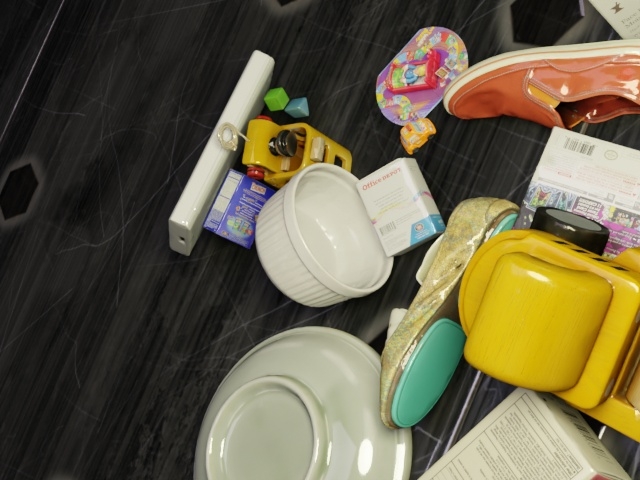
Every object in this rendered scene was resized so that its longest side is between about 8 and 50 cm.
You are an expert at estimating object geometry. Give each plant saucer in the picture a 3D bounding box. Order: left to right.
[{"bbox_3d":[-0.058,0.311,1.620,0.401,0.100,0.400,-15,64,34],"label":"plant saucer"}]

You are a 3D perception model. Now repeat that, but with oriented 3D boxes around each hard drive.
[{"bbox_3d":[-0.163,-0.137,1.806,0.040,0.203,0.307,25,75,-1],"label":"hard drive"}]

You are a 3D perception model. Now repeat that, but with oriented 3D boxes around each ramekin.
[{"bbox_3d":[0.000,0.000,1.636,0.109,0.207,0.207,-29,56,39],"label":"ramekin"}]

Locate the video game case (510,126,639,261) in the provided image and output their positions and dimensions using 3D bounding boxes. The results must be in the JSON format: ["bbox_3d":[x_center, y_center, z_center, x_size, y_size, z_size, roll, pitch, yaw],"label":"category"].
[{"bbox_3d":[0.368,-0.018,1.423,0.232,0.042,0.210,20,85,30],"label":"video game case"}]

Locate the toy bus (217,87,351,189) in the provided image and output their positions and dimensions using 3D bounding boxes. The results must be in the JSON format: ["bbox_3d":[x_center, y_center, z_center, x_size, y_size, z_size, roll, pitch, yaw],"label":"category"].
[{"bbox_3d":[-0.037,-0.133,1.728,0.104,0.191,0.202,-5,25,37],"label":"toy bus"}]

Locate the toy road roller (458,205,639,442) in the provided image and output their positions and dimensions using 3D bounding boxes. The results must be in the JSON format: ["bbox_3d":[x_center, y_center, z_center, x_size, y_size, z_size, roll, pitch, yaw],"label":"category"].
[{"bbox_3d":[0.309,0.106,1.266,0.330,0.241,0.202,27,108,29],"label":"toy road roller"}]

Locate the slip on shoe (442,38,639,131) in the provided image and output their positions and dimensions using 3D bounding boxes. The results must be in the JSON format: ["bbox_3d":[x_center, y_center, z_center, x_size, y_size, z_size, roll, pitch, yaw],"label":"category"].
[{"bbox_3d":[0.316,-0.199,1.521,0.331,0.123,0.101,-3,75,33],"label":"slip on shoe"}]

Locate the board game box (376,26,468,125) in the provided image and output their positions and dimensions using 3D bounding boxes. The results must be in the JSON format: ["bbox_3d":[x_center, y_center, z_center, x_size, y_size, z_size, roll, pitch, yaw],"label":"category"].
[{"bbox_3d":[0.147,-0.264,1.732,0.168,0.033,0.133,-46,50,14],"label":"board game box"}]

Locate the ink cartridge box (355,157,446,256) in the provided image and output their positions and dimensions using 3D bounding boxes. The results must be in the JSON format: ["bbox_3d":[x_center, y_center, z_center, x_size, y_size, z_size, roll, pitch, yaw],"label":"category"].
[{"bbox_3d":[0.118,-0.049,1.629,0.089,0.052,0.122,-28,80,27],"label":"ink cartridge box"}]

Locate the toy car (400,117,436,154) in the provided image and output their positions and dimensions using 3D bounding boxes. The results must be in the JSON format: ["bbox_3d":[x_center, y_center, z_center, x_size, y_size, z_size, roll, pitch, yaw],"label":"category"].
[{"bbox_3d":[0.148,-0.130,1.672,0.060,0.040,0.122,-26,57,28],"label":"toy car"}]

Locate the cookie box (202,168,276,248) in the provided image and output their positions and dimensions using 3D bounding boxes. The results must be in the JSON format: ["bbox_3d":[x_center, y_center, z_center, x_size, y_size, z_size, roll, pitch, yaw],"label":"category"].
[{"bbox_3d":[-0.133,-0.052,1.831,0.040,0.092,0.107,24,88,39],"label":"cookie box"}]

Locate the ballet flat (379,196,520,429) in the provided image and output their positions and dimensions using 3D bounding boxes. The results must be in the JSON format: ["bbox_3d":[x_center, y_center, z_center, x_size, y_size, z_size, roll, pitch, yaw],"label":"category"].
[{"bbox_3d":[0.160,0.092,1.526,0.123,0.123,0.348,26,84,42],"label":"ballet flat"}]

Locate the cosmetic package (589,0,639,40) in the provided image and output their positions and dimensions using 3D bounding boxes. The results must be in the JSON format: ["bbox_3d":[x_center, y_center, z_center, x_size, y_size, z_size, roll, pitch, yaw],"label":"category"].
[{"bbox_3d":[0.411,-0.382,1.467,0.151,0.184,0.151,-36,53,23],"label":"cosmetic package"}]

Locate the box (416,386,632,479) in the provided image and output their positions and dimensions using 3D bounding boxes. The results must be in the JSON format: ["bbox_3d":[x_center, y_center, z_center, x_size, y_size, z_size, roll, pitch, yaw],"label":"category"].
[{"bbox_3d":[0.238,0.311,1.363,0.232,0.127,0.148,-46,51,15],"label":"box"}]
